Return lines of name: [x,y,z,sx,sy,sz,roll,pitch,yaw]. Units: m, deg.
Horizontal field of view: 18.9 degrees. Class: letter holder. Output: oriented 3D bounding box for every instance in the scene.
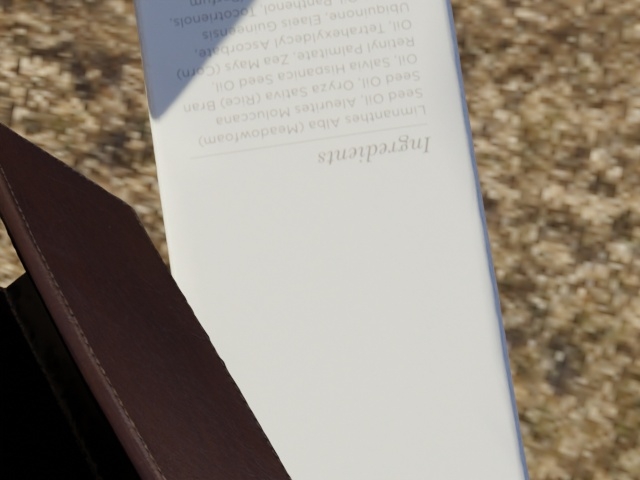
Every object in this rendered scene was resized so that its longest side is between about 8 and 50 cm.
letter holder: [-0.132,0.087,0.743,0.152,0.302,0.214,-41,141,9]

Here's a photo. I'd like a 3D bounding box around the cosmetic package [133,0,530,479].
cosmetic package: [0.000,0.000,1.041,0.162,0.230,0.453,-9,82,-2]
